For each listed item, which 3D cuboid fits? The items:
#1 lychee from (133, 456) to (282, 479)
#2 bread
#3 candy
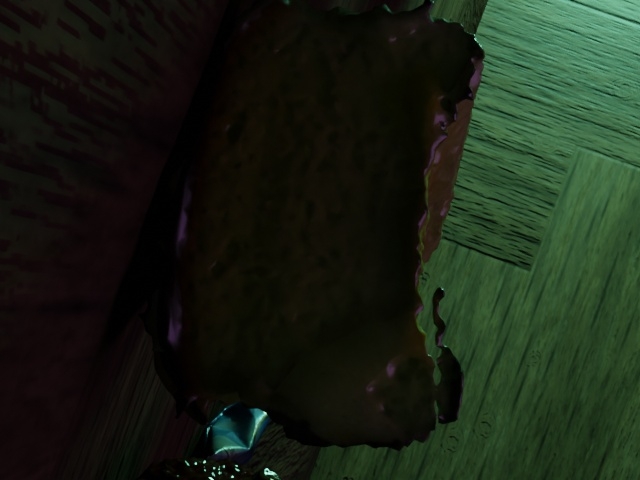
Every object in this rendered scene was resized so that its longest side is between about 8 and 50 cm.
[{"bbox_3d":[-0.062,0.175,0.729,0.123,0.123,0.129,-59,173,-60],"label":"lychee"},{"bbox_3d":[0.000,0.000,0.596,0.169,0.140,0.160,98,2,-47],"label":"bread"},{"bbox_3d":[-0.071,0.152,0.984,0.088,0.038,0.136,-58,174,33],"label":"candy"}]
